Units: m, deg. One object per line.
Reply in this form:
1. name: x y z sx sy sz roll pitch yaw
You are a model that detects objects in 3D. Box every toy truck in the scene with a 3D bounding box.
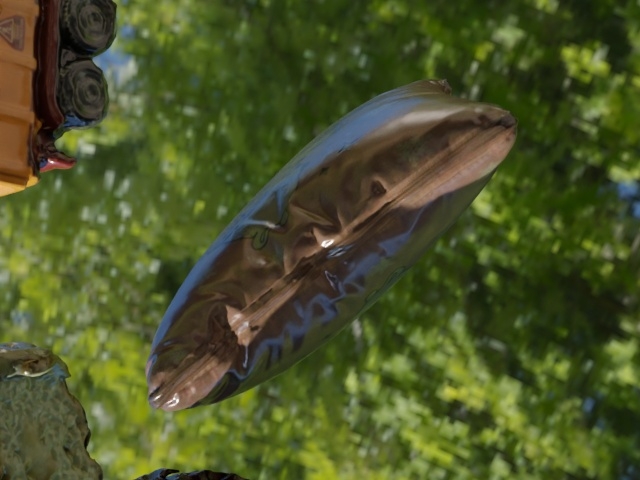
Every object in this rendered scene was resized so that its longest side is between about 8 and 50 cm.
1. toy truck: -0.205 -0.155 1.103 0.135 0.114 0.271 13 -107 -43

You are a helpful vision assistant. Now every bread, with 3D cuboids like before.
1. bread: -0.232 0.192 1.414 0.088 0.232 0.128 3 -157 43

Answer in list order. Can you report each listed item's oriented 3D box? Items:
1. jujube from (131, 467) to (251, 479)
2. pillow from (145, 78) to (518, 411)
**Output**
1. jujube: -0.056 0.227 0.889 0.168 0.168 0.236 4 -119 -13
2. pillow: 0.000 0.000 0.968 0.084 0.236 0.223 48 -175 -7
